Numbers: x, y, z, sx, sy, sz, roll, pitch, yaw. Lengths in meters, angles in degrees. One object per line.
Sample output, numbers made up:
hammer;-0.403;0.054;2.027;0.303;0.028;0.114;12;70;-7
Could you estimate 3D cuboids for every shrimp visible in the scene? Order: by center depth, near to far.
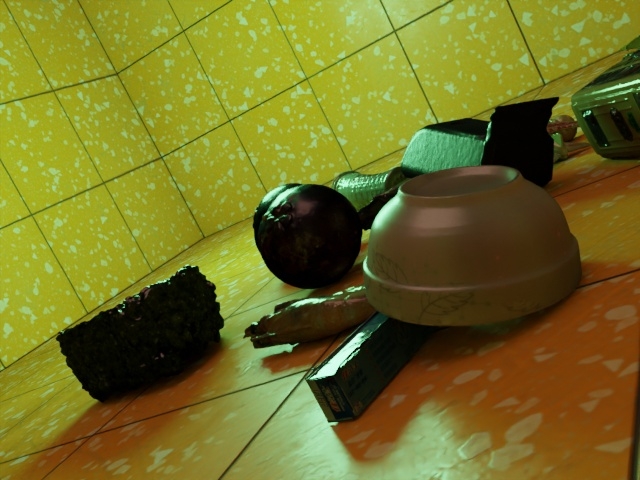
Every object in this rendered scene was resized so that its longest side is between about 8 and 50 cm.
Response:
shrimp;0.001;0.125;1.314;0.317;0.077;0.168;-17;3;31
shrimp;0.268;-0.105;1.793;0.445;0.085;0.272;-22;17;-16

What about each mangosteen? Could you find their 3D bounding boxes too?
mangosteen;0.000;0.000;1.676;0.231;0.231;0.289;-22;-25;28
mangosteen;-0.040;-0.028;1.948;0.265;0.228;0.228;15;17;6

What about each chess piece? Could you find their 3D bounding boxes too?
chess piece;0.540;-0.255;1.883;0.170;0.094;0.094;-13;15;34

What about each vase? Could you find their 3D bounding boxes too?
vase;0.159;-0.144;2.200;0.143;0.143;0.299;-31;12;-24

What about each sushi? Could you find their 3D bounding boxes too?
sushi;-0.362;0.190;1.632;0.352;0.178;0.294;-24;6;40

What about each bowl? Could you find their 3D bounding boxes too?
bowl;0.189;-0.011;1.011;0.287;0.144;0.287;-9;16;3

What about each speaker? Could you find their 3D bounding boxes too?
speaker;0.326;-0.208;1.614;0.180;0.184;0.388;-12;16;-20

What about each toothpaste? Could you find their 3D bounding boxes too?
toothpaste;0.083;0.132;1.004;0.053;0.066;0.272;-19;11;40

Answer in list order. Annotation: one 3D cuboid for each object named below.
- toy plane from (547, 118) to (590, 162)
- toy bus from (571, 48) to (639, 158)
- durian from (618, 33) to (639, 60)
toy plane;0.489;-0.234;1.770;0.242;0.104;0.256;-28;25;-11
toy bus;0.600;-0.244;1.338;0.202;0.177;0.365;-31;5;-3
durian;0.786;-0.407;1.718;0.200;0.177;0.237;-19;12;-14
